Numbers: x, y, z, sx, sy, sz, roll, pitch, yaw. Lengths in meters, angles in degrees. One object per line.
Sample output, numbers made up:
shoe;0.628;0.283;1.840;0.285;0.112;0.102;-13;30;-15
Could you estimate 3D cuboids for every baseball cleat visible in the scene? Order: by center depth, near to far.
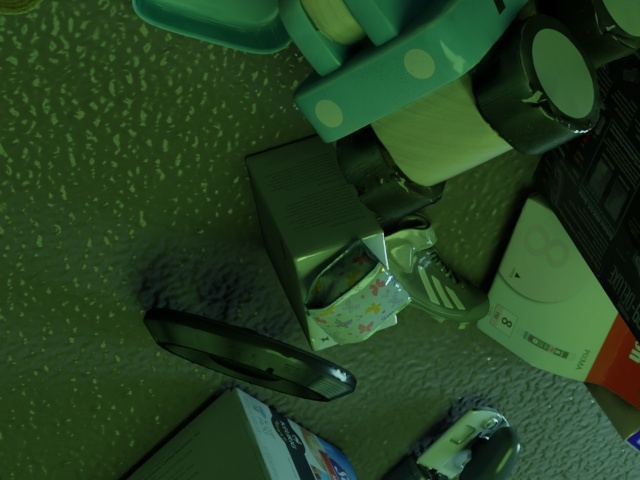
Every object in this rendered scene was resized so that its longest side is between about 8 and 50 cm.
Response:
baseball cleat;0.120;0.031;1.564;0.206;0.072;0.109;12;115;-35

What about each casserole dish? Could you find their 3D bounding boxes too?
casserole dish;-0.086;-0.235;1.281;0.188;0.037;0.114;11;122;-29

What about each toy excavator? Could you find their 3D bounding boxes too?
toy excavator;0.021;-0.229;1.175;0.222;0.433;0.445;-25;108;44

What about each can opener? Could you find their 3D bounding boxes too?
can opener;0.134;0.319;1.786;0.076;0.095;0.283;29;111;-37

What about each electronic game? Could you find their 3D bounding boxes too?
electronic game;-0.073;0.115;1.469;0.229;0.229;0.048;28;76;-37

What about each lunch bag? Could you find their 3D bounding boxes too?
lunch bag;0.029;0.051;1.320;0.083;0.053;0.071;-43;133;2

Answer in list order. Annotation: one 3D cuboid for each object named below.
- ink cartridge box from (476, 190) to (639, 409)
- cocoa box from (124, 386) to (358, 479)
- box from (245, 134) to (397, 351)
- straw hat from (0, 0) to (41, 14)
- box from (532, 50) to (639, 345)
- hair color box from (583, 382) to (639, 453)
ink cartridge box;0.302;0.077;1.579;0.066;0.232;0.189;-22;139;-45
cocoa box;-0.120;0.389;1.642;0.347;0.231;0.228;-42;132;13
box;0.000;0.000;1.418;0.091;0.170;0.130;-18;133;-9
straw hat;-0.287;-0.248;1.164;0.061;0.144;0.144;-5;147;39
box;0.339;-0.068;1.414;0.077;0.307;0.242;6;124;-22
hair color box;0.460;0.083;1.670;0.339;0.185;0.110;-44;134;13
